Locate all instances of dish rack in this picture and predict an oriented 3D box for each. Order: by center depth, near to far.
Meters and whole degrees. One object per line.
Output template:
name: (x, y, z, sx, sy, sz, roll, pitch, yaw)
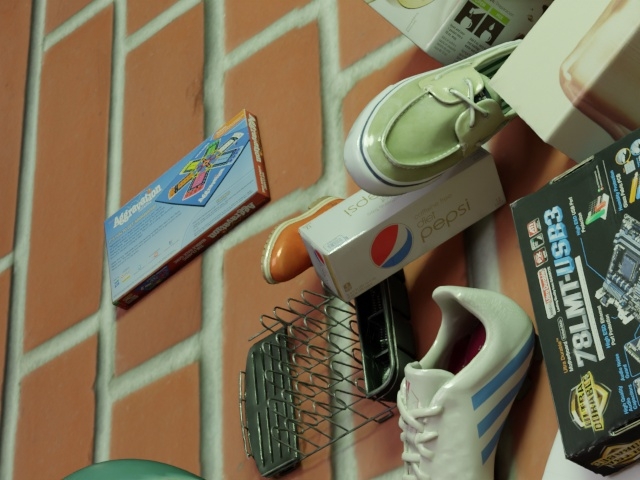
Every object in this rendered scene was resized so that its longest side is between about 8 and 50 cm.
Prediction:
dish rack: (-0.005, 0.137, 2.034, 0.271, 0.074, 0.208, -33, 46, 32)

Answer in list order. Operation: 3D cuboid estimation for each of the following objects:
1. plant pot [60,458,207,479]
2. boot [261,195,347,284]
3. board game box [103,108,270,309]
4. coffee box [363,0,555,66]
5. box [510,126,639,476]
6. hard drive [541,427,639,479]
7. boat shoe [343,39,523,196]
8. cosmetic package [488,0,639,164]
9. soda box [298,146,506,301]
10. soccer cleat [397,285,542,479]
plant pot: (-0.207, 0.369, 1.969, 0.293, 0.293, 0.235, -63, 23, -1)
boot: (0.000, 0.000, 2.078, 0.084, 0.059, 0.158, 10, 40, 41)
board game box: (-0.179, -0.039, 2.369, 0.281, 0.027, 0.145, -36, 47, 29)
coffee box: (0.203, -0.341, 2.047, 0.297, 0.119, 0.168, -54, 39, 10)
box: (0.329, 0.026, 1.662, 0.293, 0.073, 0.295, -34, 47, 32)
hard drive: (0.336, 0.119, 1.691, 0.210, 0.040, 0.319, 10, 76, 50)
boat shoe: (0.146, -0.145, 1.891, 0.302, 0.109, 0.094, -36, 4, -36)
cosmetic package: (0.331, -0.212, 1.805, 0.296, 0.153, 0.129, -52, 39, 14)
soda box: (0.089, -0.027, 1.946, 0.216, 0.074, 0.069, -31, 38, -12)
soccer cleat: (0.118, 0.202, 1.804, 0.116, 0.143, 0.331, 0, 69, 48)
